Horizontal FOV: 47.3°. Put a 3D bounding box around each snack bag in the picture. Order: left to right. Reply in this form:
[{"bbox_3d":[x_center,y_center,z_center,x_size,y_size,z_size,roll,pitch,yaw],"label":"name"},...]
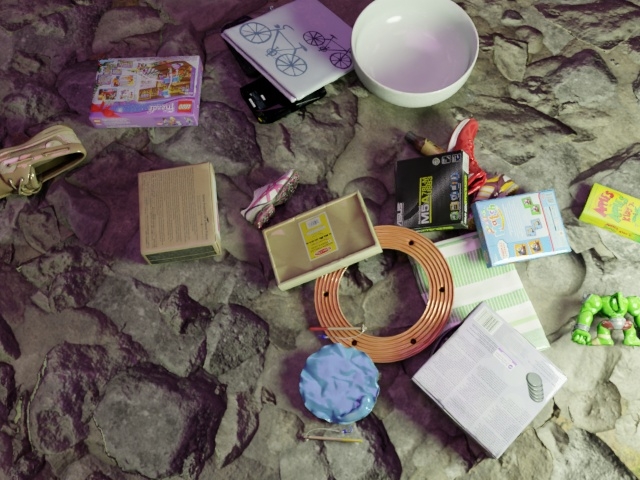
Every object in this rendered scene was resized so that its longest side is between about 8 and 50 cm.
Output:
[{"bbox_3d":[-0.049,-0.546,2.033,0.342,0.037,0.323,-34,67,-29],"label":"snack bag"}]

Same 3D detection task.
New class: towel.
[{"bbox_3d":[0.368,0.138,1.739,0.247,0.038,0.325,-16,66,-4],"label":"towel"}]

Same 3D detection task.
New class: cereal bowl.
[{"bbox_3d":[0.246,-0.495,1.961,0.338,0.141,0.339,0,68,0],"label":"cereal bowl"}]

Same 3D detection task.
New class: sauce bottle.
[{"bbox_3d":[0.277,-0.244,1.908,0.128,0.042,0.042,37,74,16],"label":"sauce bottle"}]

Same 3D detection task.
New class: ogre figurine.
[{"bbox_3d":[0.672,0.181,1.666,0.196,0.097,0.118,-2,78,16],"label":"ogre figurine"}]

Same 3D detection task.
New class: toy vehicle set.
[{"bbox_3d":[0.000,0.000,1.790,0.266,0.035,0.166,-22,62,9],"label":"toy vehicle set"}]

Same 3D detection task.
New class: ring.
[{"bbox_3d":[0.150,0.125,1.741,0.336,0.032,0.337,-4,71,13],"label":"ring"}]

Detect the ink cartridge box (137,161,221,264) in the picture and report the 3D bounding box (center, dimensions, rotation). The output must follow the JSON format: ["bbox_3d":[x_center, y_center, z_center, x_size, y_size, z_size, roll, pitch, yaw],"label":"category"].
[{"bbox_3d":[-0.358,-0.069,1.856,0.193,0.088,0.235,-7,66,0],"label":"ink cartridge box"}]

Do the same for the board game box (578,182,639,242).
[{"bbox_3d":[0.741,-0.063,1.794,0.181,0.043,0.092,23,71,14],"label":"board game box"}]

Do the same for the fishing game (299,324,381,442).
[{"bbox_3d":[0.046,0.327,1.674,0.189,0.041,0.264,-3,76,8],"label":"fishing game"}]

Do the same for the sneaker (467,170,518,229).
[{"bbox_3d":[0.405,-0.100,1.829,0.185,0.070,0.084,-35,60,-17],"label":"sneaker"}]

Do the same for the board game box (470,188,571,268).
[{"bbox_3d":[0.483,-0.029,1.761,0.211,0.039,0.160,-9,79,-15],"label":"board game box"}]

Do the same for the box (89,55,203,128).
[{"bbox_3d":[-0.481,-0.413,2.032,0.293,0.057,0.201,-1,66,4],"label":"box"}]

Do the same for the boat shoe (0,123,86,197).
[{"bbox_3d":[-0.785,-0.181,1.919,0.341,0.122,0.110,-34,68,-12],"label":"boat shoe"}]

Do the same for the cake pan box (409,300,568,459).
[{"bbox_3d":[0.366,0.305,1.622,0.267,0.070,0.246,42,77,9],"label":"cake pan box"}]

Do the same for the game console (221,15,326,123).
[{"bbox_3d":[-0.153,-0.499,2.054,0.213,0.044,0.361,-27,68,-9],"label":"game console"}]

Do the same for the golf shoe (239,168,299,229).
[{"bbox_3d":[-0.129,-0.120,1.872,0.086,0.067,0.186,34,73,19],"label":"golf shoe"}]

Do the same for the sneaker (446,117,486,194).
[{"bbox_3d":[0.380,-0.202,1.840,0.128,0.087,0.221,19,81,38],"label":"sneaker"}]

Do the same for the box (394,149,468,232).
[{"bbox_3d":[0.272,-0.117,1.798,0.184,0.045,0.191,-5,73,31],"label":"box"}]
